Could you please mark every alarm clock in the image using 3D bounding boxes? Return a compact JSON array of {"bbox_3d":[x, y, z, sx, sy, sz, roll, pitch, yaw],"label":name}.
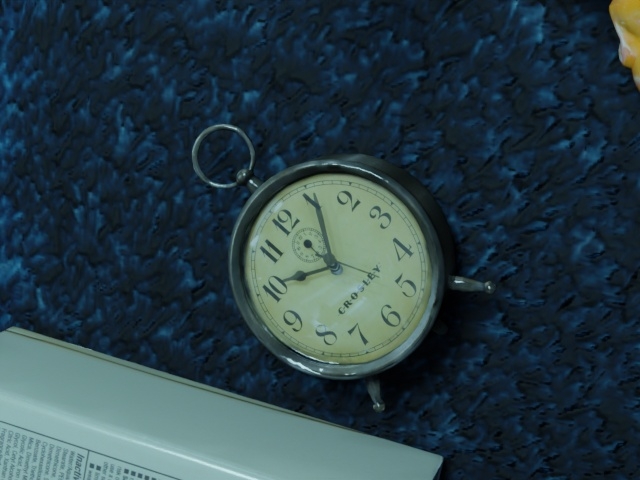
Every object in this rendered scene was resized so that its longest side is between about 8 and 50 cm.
[{"bbox_3d":[0.000,0.000,0.719,0.192,0.064,0.129,42,109,2],"label":"alarm clock"}]

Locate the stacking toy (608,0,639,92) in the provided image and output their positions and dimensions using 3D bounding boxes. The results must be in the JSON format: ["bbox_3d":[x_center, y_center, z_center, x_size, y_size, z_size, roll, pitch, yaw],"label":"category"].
[{"bbox_3d":[0.144,-0.199,0.606,0.165,0.175,0.302,-20,107,17],"label":"stacking toy"}]

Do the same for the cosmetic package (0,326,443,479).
[{"bbox_3d":[-0.095,0.178,0.756,0.309,0.113,0.160,16,105,11],"label":"cosmetic package"}]
